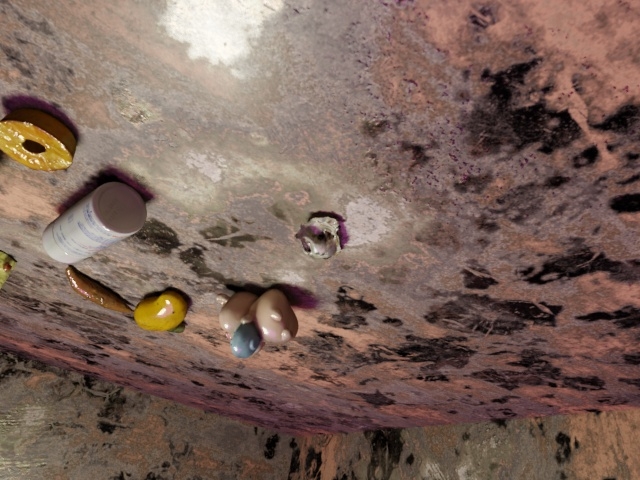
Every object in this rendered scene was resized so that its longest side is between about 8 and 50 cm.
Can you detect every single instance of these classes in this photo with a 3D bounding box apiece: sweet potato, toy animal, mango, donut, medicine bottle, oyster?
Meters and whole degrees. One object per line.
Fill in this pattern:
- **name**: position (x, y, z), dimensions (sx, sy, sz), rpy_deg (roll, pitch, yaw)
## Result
- **sweet potato**: position (-0.785, 0.196, 1.550), dimensions (0.066, 0.072, 0.314), rpy_deg (-20, 135, 18)
- **toy animal**: position (-0.191, 0.241, 1.350), dimensions (0.221, 0.229, 0.209), rpy_deg (-27, 113, -12)
- **mango**: position (-0.560, 0.255, 1.535), dimensions (0.157, 0.108, 0.262), rpy_deg (32, 141, -26)
- **donut**: position (-0.574, -0.205, 0.888), dimensions (0.152, 0.058, 0.151), rpy_deg (7, 147, 5)
- **medicine bottle**: position (-0.576, -0.030, 1.087), dimensions (0.341, 0.130, 0.130), rpy_deg (-20, 136, 37)
- **oyster**: position (-0.002, 0.002, 1.036), dimensions (0.109, 0.053, 0.165), rpy_deg (-18, 136, -3)

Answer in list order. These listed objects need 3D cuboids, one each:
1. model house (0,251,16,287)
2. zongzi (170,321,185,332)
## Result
- **model house**: position (-1.155, 0.127, 1.443), dimensions (0.254, 0.195, 0.160), rpy_deg (-1, 143, 17)
- **zongzi**: position (-0.557, 0.335, 1.682), dimensions (0.104, 0.052, 0.113), rpy_deg (28, 170, -34)
